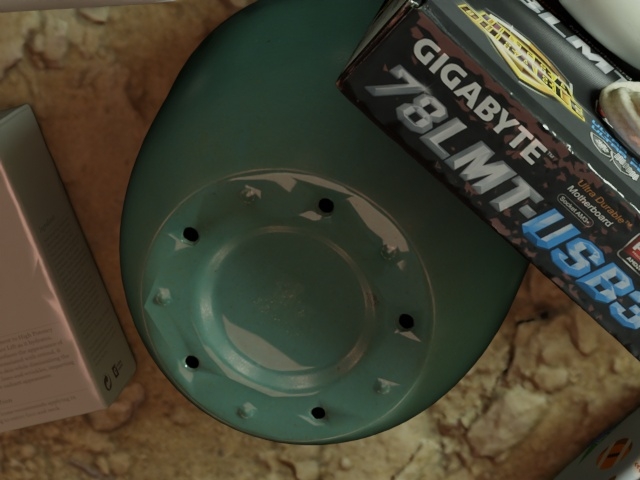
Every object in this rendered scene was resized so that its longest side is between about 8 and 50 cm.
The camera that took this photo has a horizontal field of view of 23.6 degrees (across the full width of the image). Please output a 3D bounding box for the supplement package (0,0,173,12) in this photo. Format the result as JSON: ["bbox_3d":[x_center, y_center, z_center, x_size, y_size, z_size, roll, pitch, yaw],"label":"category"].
[{"bbox_3d":[-0.214,-0.258,0.919,0.204,0.262,0.145,-2,71,12],"label":"supplement package"}]

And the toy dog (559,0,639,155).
[{"bbox_3d":[0.312,-0.099,0.933,0.334,0.220,0.161,29,119,-29],"label":"toy dog"}]

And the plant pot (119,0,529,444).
[{"bbox_3d":[0.000,0.000,1.014,0.293,0.235,0.293,4,113,9],"label":"plant pot"}]

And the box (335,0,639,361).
[{"bbox_3d":[0.160,-0.062,0.924,0.295,0.293,0.073,41,116,-7],"label":"box"}]

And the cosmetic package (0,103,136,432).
[{"bbox_3d":[-0.239,0.024,1.155,0.117,0.085,0.231,-13,107,16],"label":"cosmetic package"}]

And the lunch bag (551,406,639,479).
[{"bbox_3d":[0.292,0.239,1.124,0.243,0.115,0.303,41,115,-9],"label":"lunch bag"}]
